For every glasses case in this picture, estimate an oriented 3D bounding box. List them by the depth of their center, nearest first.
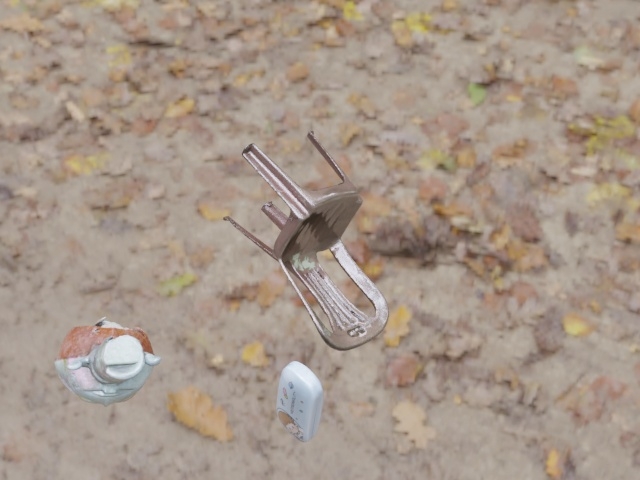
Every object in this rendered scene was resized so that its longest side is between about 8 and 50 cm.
[{"bbox_3d":[-0.032,0.245,1.707,0.067,0.178,0.045,39,59,22],"label":"glasses case"}]

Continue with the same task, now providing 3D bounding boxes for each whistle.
[{"bbox_3d":[-0.305,0.172,1.642,0.142,0.346,0.133,23,76,-11],"label":"whistle"}]

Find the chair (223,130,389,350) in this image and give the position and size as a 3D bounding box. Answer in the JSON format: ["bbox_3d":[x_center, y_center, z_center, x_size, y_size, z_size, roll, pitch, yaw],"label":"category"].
[{"bbox_3d":[0.000,0.000,1.874,0.176,0.183,0.326,-20,57,-46],"label":"chair"}]
